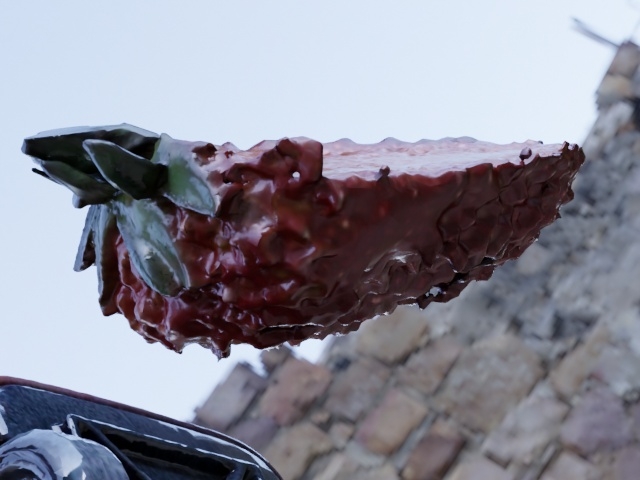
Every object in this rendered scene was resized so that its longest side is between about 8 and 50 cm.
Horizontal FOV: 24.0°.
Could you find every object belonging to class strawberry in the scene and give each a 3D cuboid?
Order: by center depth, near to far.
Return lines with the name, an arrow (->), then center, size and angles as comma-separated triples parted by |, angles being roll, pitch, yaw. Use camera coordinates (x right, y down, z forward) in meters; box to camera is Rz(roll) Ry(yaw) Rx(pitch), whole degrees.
strawberry -> 0.000, 0.000, 0.710 | 0.286, 0.188, 0.106 | -1, -83, -27

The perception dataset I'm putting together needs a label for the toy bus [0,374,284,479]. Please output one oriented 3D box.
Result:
toy bus -> -0.049, 0.266, 0.536 | 0.233, 0.427, 0.203 | -46, -41, 18
